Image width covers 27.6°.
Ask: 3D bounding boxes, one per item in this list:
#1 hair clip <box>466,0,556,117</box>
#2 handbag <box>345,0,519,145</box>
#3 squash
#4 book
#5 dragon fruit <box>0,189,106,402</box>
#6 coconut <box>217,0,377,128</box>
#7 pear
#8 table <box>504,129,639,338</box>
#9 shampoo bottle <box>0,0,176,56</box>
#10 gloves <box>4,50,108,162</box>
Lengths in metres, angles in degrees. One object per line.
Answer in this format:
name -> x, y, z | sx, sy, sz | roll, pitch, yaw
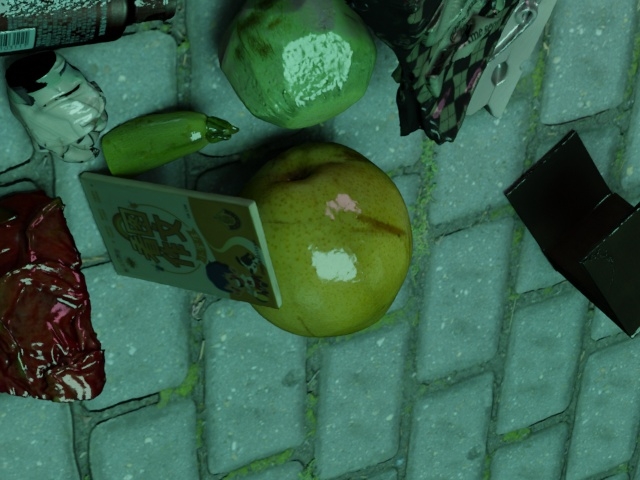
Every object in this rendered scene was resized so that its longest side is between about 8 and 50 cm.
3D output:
hair clip -> 0.309, -0.356, 2.125 | 0.101, 0.085, 0.331 | -1, 129, -30
handbag -> 0.165, -0.345, 1.828 | 0.416, 0.180, 0.316 | 58, 52, -66
squash -> -0.219, -0.154, 1.937 | 0.200, 0.075, 0.090 | -16, 114, 5
book -> -0.207, 0.000, 1.938 | 0.020, 0.295, 0.208 | -58, 147, -38
dragon fruit -> -0.408, 0.102, 1.876 | 0.302, 0.330, 0.240 | -56, 155, 11
coconut -> -0.033, -0.286, 1.871 | 0.204, 0.236, 0.236 | -16, 131, -45
pear -> 0.000, 0.000, 2.050 | 0.314, 0.314, 0.314 | -17, 130, -22
table -> 0.526, -0.014, 2.403 | 0.196, 0.250, 0.282 | -42, 134, 1
shampoo bottle -> -0.354, -0.312, 1.726 | 0.323, 0.084, 0.129 | -14, 134, -26
gloves -> -0.354, -0.170, 1.803 | 0.127, 0.111, 0.212 | -35, 137, -4
